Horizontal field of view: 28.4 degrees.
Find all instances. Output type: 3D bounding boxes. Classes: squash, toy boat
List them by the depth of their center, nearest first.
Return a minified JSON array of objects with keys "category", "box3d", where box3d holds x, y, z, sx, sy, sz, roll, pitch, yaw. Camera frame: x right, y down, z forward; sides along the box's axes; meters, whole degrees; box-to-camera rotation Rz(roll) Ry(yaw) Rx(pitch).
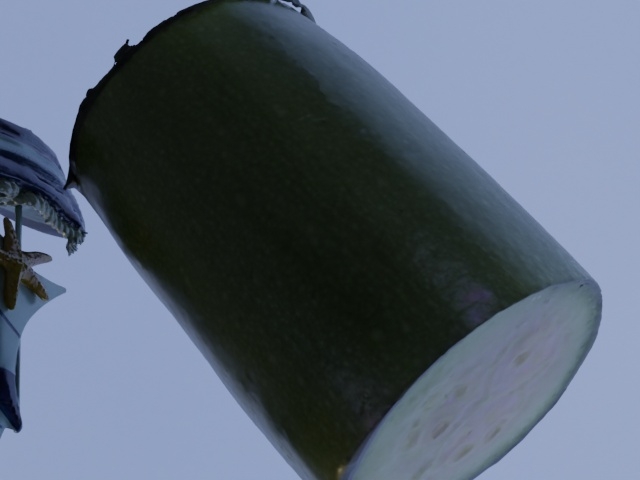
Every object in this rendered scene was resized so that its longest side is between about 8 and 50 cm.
[{"category":"squash","box3d":[0.000,0.000,0.999,0.263,0.263,0.384,-50,-119,14]},{"category":"toy boat","box3d":[-0.288,0.036,1.085,0.067,0.220,0.291,-17,-117,32]}]
